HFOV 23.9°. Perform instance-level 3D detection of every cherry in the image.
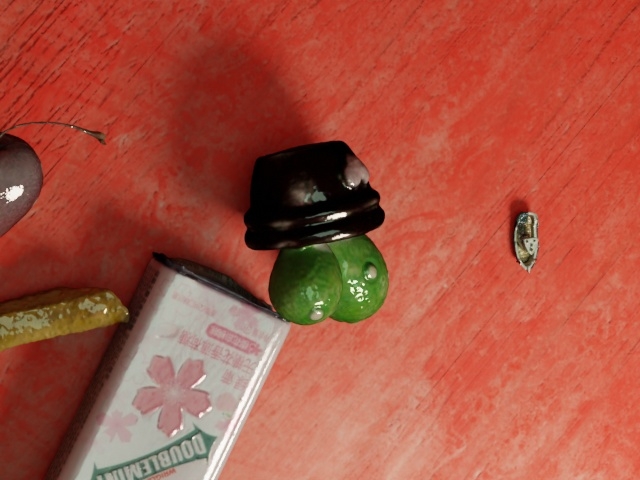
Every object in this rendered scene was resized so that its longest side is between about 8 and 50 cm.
[{"bbox_3d":[-0.358,-0.059,1.745,0.188,0.115,0.148,10,76,-26],"label":"cherry"}]

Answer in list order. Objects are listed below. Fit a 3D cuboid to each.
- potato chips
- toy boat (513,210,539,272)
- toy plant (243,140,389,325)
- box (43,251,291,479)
[{"bbox_3d":[-0.428,0.127,1.770,0.407,0.080,0.057,-20,119,-14],"label":"potato chips"},{"bbox_3d":[0.276,0.002,2.017,0.038,0.038,0.083,-6,100,-18],"label":"toy boat"},{"bbox_3d":[0.000,0.000,1.847,0.218,0.175,0.235,-23,105,-61],"label":"toy plant"},{"bbox_3d":[-0.194,0.209,1.851,0.190,0.112,0.369,27,87,-21],"label":"box"}]
